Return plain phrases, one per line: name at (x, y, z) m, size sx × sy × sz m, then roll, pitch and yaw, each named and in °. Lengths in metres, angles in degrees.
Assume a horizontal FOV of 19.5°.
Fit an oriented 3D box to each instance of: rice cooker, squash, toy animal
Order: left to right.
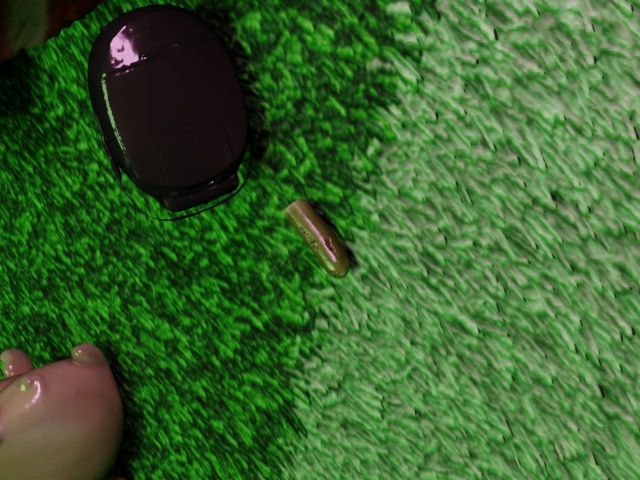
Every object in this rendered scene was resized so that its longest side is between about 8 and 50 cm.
toy animal at (-0.395, 0.259, 2.354) m, size 0.247 × 0.277 × 0.345 m, roll -123°, pitch 23°, yaw -45°
rice cooker at (-0.142, -0.122, 1.732) m, size 0.118 × 0.142 × 0.203 m, roll -150°, pitch 44°, yaw -66°
squash at (0.000, 0.000, 1.697) m, size 0.083 × 0.027 × 0.027 m, roll 52°, pitch 149°, yaw 21°

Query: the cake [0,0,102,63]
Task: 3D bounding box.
cake at (-0.401, -0.323, 1.810) m, size 0.269 × 0.319 × 0.270 m, roll 45°, pitch 148°, yaw 23°
